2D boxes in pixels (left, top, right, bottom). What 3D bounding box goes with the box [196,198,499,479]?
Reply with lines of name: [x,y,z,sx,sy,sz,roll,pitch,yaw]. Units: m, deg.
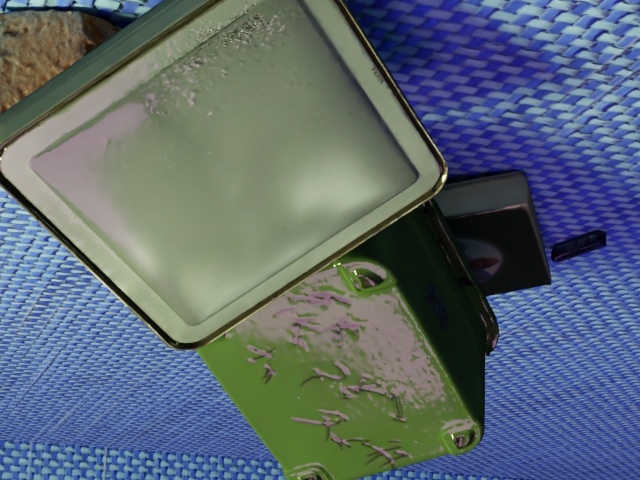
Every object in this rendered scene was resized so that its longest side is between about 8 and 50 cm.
box: [0.013,0.080,1.251,0.253,0.178,0.328,-18,127,18]

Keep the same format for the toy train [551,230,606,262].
toy train: [0.285,0.008,1.477,0.017,0.017,0.083,16,156,-32]

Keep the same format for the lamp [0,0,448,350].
lamp: [-0.066,-0.060,0.964,0.266,0.047,0.269,-34,133,4]

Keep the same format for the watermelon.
watermelon: [-0.153,-0.082,1.033,0.140,0.193,0.257,-16,141,38]

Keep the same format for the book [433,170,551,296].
book: [0.053,0.028,1.420,0.371,0.043,0.260,-11,157,10]
